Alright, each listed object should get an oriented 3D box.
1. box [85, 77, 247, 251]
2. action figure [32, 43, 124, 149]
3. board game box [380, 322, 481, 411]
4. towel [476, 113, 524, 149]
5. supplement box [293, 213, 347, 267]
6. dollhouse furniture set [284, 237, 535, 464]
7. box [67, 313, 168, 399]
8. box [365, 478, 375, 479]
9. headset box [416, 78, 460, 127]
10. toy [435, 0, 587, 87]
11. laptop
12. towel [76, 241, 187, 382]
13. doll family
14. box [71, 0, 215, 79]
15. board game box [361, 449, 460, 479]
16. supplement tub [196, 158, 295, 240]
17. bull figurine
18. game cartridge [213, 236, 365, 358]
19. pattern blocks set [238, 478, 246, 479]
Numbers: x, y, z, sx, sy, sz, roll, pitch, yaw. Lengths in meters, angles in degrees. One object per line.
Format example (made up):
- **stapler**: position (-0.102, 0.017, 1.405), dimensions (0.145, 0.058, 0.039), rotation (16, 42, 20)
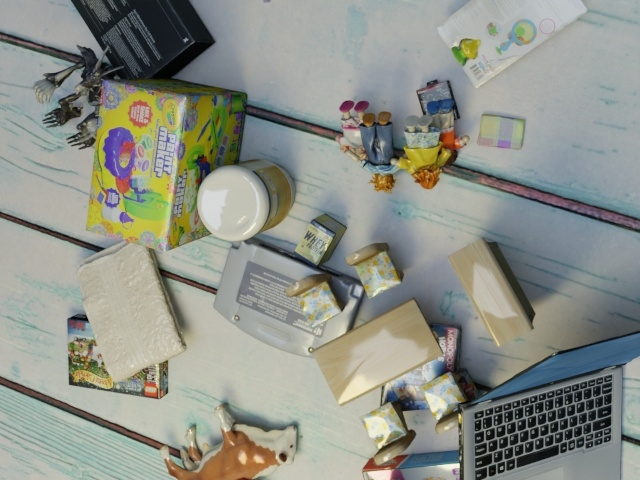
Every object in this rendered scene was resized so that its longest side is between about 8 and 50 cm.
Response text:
- **box**: position (-0.292, -0.158, 1.746), dimensions (0.177, 0.279, 0.289), rotation (14, 103, 15)
- **action figure**: position (-0.479, -0.277, 1.806), dimensions (0.164, 0.141, 0.276), rotation (46, 147, -2)
- **board game box**: position (0.222, 0.254, 1.765), dimensions (0.194, 0.060, 0.194), rotation (6, 98, 14)
- **towel**: position (0.336, -0.202, 1.671), dimensions (0.083, 0.009, 0.060), rotation (8, 102, 16)
- **supplement box**: position (0.000, 0.000, 1.781), dimensions (0.056, 0.083, 0.083), rotation (33, 108, 11)
- **dollhouse furniture set**: position (0.170, 0.164, 1.607), dimensions (0.394, 0.256, 0.362), rotation (-29, 82, 13)
- **box**: position (-0.452, 0.258, 2.000), dimensions (0.233, 0.044, 0.159), rotation (5, 101, 18)
- **box**: position (0.130, 0.594, 1.649), dimensions (0.060, 0.216, 0.270), rotation (-18, 61, 19)
- **headset box**: position (0.220, -0.260, 1.687), dimensions (0.062, 0.032, 0.083), rotation (-16, 94, 20)
- **toy**: position (0.341, -0.398, 1.610), dimensions (0.237, 0.056, 0.136), rotation (-34, 92, 26)
- **laptop**: position (0.451, 0.319, 1.503), dimensions (0.236, 0.382, 0.407), rotation (15, 110, 59)
- **towel**: position (-0.411, 0.143, 1.929), dimensions (0.187, 0.049, 0.282), rotation (-25, 80, 15)
- **doll family**: position (0.141, -0.163, 1.670), dimensions (0.263, 0.118, 0.163), rotation (3, 135, 18)
- **box**: position (-0.366, -0.456, 1.809), dimensions (0.184, 0.103, 0.261), rotation (-33, 88, 24)
- **board game box**: position (0.237, 0.592, 1.822), dimensions (0.242, 0.064, 0.316), rotation (-10, 97, 20)
- **supplement tub**: position (-0.138, -0.083, 1.750), dimensions (0.144, 0.200, 0.144), rotation (3, 101, 18)
- **bull figurine**: position (-0.197, 0.457, 1.925), dimensions (0.310, 0.101, 0.188), rotation (-37, 83, 18)
- **game cartridge**: position (-0.069, 0.126, 1.845), dimensions (0.294, 0.060, 0.196), rotation (22, 103, 14)
- **pattern blocks set**: position (-0.140, 0.677, 1.944), dimensions (0.286, 0.026, 0.324), rotation (29, 113, -8)
